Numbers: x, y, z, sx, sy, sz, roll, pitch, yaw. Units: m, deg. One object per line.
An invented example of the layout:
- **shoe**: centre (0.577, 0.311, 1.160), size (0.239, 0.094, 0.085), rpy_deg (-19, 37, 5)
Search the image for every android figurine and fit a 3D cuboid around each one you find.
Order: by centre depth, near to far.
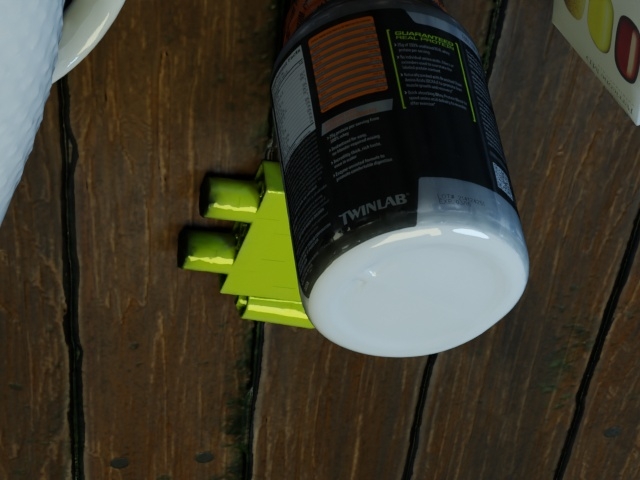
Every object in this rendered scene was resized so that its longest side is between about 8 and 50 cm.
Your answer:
- **android figurine**: centre (0.000, 0.000, 1.970), size (0.273, 0.056, 0.248), rpy_deg (9, 138, -19)

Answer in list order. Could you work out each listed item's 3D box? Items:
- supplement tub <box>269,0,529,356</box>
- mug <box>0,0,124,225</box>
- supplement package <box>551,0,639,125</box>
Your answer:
- **supplement tub**: centre (0.060, -0.074, 1.677), size (0.194, 0.316, 0.193), rpy_deg (-5, 142, -4)
- **mug**: centre (-0.304, -0.181, 1.545), size (0.374, 0.276, 0.328), rpy_deg (-18, 146, -42)
- **supplement package**: centre (0.287, -0.231, 1.610), size (0.134, 0.139, 0.244), rpy_deg (-30, 154, -11)
